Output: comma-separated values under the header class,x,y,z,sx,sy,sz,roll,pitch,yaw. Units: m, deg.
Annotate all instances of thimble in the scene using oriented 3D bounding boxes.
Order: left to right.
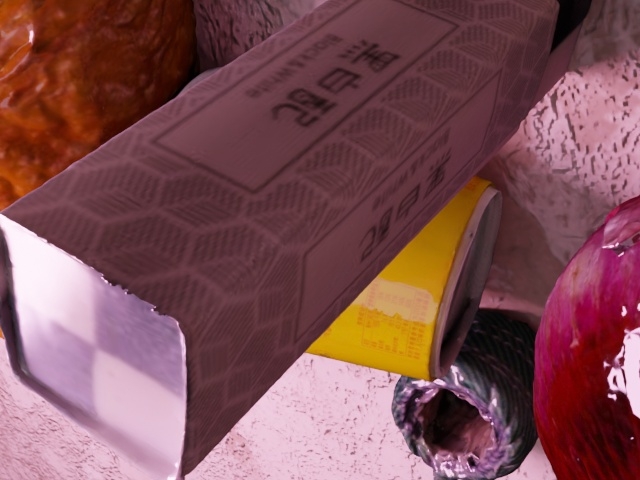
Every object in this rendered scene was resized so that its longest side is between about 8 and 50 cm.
class,x,y,z,sx,sy,sz,roll,pitch,yaw
thimble,0.124,0.128,0.775,0.118,0.090,0.135,48,139,2

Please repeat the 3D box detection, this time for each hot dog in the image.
class,x,y,z,sx,sy,sz,roll,pitch,yaw
hot dog,-0.187,-0.083,0.737,0.174,0.267,0.387,17,133,16

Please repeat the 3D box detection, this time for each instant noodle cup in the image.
class,x,y,z,sx,sy,sz,roll,pitch,yaw
instant noodle cup,0.000,0.000,0.708,0.236,0.215,0.215,18,131,18

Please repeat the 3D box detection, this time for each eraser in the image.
class,x,y,z,sx,sy,sz,roll,pitch,yaw
eraser,0.024,-0.058,0.483,0.098,0.404,0.096,28,136,20

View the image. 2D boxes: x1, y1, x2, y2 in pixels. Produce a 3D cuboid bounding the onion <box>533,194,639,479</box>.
class,x,y,z,sx,sy,sz,roll,pitch,yaw
onion,0.250,0.136,0.510,0.348,0.285,0.347,36,148,27
